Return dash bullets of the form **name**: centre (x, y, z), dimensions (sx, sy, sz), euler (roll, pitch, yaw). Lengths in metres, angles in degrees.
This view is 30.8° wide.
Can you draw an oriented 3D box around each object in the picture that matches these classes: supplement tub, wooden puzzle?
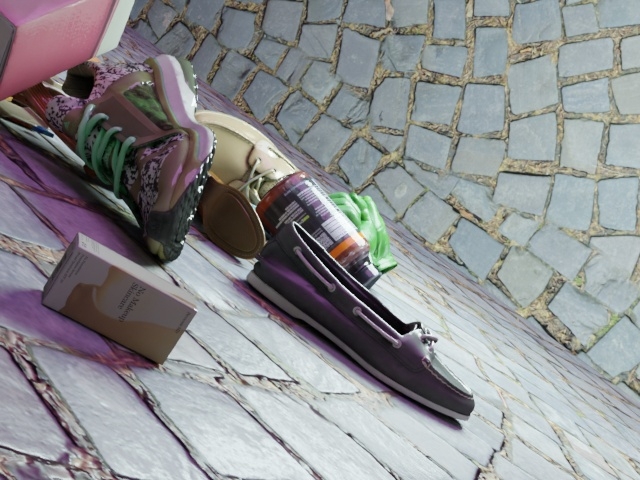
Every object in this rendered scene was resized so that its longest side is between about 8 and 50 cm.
- **supplement tub**: centre (0.000, 0.000, 1.710), dimensions (0.198, 0.106, 0.106), euler (49, 11, 10)
- **wooden puzzle**: centre (-0.399, -0.166, 1.520), dimensions (0.078, 0.014, 0.116), euler (20, 15, -44)

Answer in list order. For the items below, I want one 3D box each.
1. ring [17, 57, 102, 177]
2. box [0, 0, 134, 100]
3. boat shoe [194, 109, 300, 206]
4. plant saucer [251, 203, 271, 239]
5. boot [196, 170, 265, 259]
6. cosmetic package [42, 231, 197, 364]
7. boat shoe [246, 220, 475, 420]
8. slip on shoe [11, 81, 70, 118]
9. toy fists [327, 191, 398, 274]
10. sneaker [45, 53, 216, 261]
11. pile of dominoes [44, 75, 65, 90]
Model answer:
- **ring**: centre (-0.325, -0.185, 1.564), dimensions (0.336, 0.032, 0.336), euler (49, 14, -16)
- **box**: centre (-0.351, -0.285, 1.392), dimensions (0.148, 0.127, 0.232), euler (40, 40, 8)
- **boat shoe**: centre (-0.099, -0.108, 1.975), dimensions (0.341, 0.121, 0.110), euler (30, 7, -30)
- **plant saucer**: centre (-0.089, -0.025, 1.874), dimensions (0.119, 0.021, 0.119), euler (32, 7, -5)
- **boot**: centre (-0.122, -0.034, 1.633), dimensions (0.197, 0.073, 0.152), euler (48, 3, 24)
- **cosmetic package**: centre (-0.166, 0.049, 0.963), dimensions (0.115, 0.060, 0.041), euler (29, 10, -19)
- **boat shoe**: centre (0.065, 0.100, 1.447), dimensions (0.335, 0.095, 0.112), euler (34, 8, 3)
- **slip on shoe**: centre (-0.388, -0.197, 1.619), dimensions (0.135, 0.051, 0.041), euler (25, 10, -1)
- **toy fists**: centre (0.055, -0.010, 1.895), dimensions (0.142, 0.096, 0.279), euler (62, 13, 7)
- **sneaker**: centre (-0.237, -0.108, 1.378), dimensions (0.182, 0.158, 0.410), euler (9, 26, -19)
- **pile of dominoes**: centre (-0.459, -0.264, 1.772), dimensions (0.196, 0.040, 0.251), euler (40, 9, 38)
